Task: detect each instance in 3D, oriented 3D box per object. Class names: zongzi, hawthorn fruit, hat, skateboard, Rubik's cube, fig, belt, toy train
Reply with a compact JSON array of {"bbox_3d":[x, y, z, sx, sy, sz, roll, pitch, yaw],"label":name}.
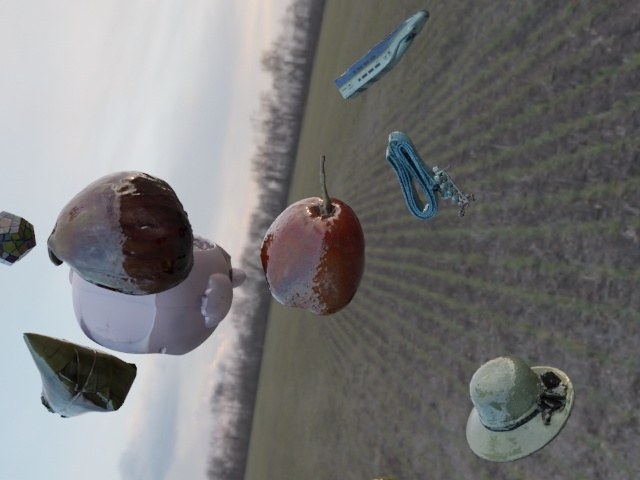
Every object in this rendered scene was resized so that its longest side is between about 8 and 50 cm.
[{"bbox_3d":[-0.608,0.294,1.912,0.273,0.300,0.145,-19,47,39],"label":"zongzi"},{"bbox_3d":[0.000,0.000,1.166,0.163,0.162,0.204,-84,8,-46],"label":"hawthorn fruit"},{"bbox_3d":[0.383,0.318,1.753,0.130,0.257,0.257,52,-161,-22],"label":"hat"},{"bbox_3d":[0.239,-0.088,1.520,0.032,0.083,0.064,-29,15,37],"label":"skateboard"},{"bbox_3d":[-0.616,-0.003,1.666,0.111,0.111,0.093,107,-177,-74],"label":"Rubik's cube"},{"bbox_3d":[-0.333,-0.009,1.489,0.224,0.263,0.224,-5,83,45],"label":"fig"},{"bbox_3d":[0.188,-0.127,1.585,0.179,0.100,0.065,58,-157,-24],"label":"belt"},{"bbox_3d":[0.129,-0.364,1.663,0.233,0.051,0.052,-34,-8,32],"label":"toy train"}]

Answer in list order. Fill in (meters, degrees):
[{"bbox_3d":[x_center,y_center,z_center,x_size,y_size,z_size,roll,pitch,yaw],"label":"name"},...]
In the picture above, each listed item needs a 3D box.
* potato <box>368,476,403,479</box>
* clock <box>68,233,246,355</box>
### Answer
[{"bbox_3d":[0.114,0.591,1.469,0.219,0.269,0.359,-34,53,32],"label":"potato"},{"bbox_3d":[-0.354,0.109,1.872,0.376,0.368,0.251,-19,-62,-71],"label":"clock"}]
